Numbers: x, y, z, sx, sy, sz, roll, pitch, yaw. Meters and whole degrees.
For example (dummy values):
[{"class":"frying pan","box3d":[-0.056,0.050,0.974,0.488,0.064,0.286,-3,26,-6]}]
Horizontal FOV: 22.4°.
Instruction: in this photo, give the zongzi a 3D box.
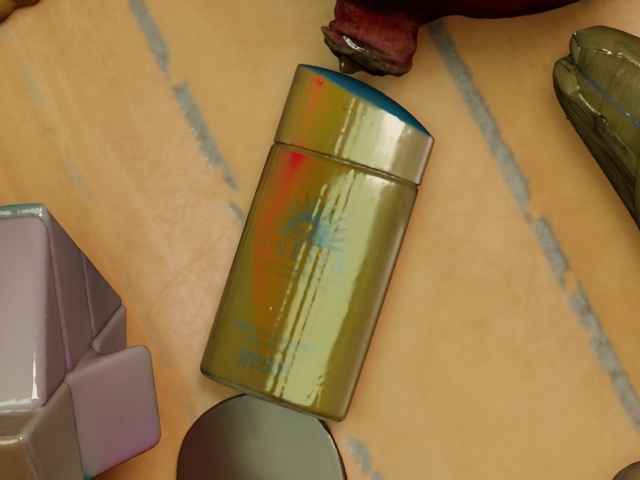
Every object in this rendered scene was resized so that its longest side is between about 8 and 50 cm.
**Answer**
[{"class":"zongzi","box3d":[0.270,-0.027,1.315,0.228,0.115,0.256,24,104,15]}]

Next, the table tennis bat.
[{"class":"table tennis bat","box3d":[-0.043,0.268,1.407,0.154,0.021,0.274,-11,84,11]}]

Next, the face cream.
[{"class":"face cream","box3d":[0.000,0.000,1.379,0.139,0.067,0.285,18,90,19]}]

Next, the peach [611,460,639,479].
[{"class":"peach","box3d":[0.269,0.220,1.311,0.083,0.083,0.083,0,88,12]}]

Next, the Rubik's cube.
[{"class":"Rubik's cube","box3d":[-0.314,0.150,1.307,0.358,0.387,0.368,-5,69,7]}]

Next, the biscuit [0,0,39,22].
[{"class":"biscuit","box3d":[-0.341,-0.354,1.453,0.326,0.107,0.325,0,89,15]}]

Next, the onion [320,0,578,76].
[{"class":"onion","box3d":[0.101,-0.280,1.263,0.348,0.348,0.385,32,122,11]}]
